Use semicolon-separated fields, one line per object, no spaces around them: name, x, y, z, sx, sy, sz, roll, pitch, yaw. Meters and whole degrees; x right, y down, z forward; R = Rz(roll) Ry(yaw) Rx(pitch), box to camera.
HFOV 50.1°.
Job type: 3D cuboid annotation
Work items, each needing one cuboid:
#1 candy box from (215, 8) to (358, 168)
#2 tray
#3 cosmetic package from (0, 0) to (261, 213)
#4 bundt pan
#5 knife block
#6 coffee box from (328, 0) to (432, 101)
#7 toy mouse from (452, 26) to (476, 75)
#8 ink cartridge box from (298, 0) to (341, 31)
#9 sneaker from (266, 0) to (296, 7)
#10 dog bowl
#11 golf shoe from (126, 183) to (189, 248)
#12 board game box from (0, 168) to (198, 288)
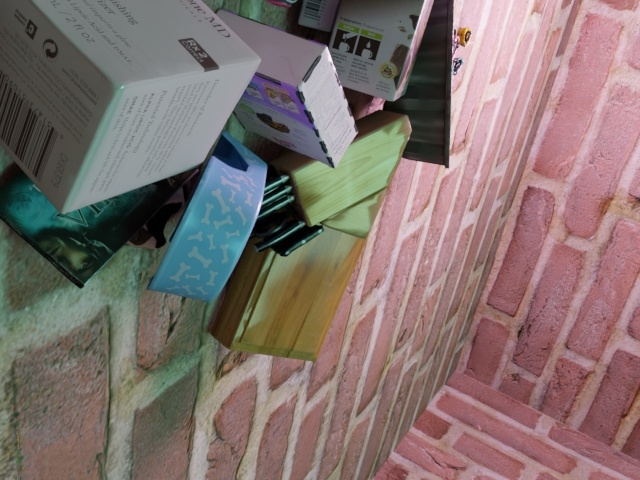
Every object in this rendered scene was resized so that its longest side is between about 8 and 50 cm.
candy box;-0.053;-0.195;0.903;0.070;0.165;0.196;-59;156;-12
tray;-0.020;0.003;1.187;0.203;0.076;0.410;17;97;-42
cosmetic package;-0.188;-0.146;0.626;0.184;0.151;0.151;-33;166;-52
bundt pan;0.180;-0.296;1.255;0.331;0.124;0.330;2;90;-79
knife block;-0.017;-0.103;1.042;0.242;0.088;0.275;19;97;-31
coffee box;0.107;-0.368;1.004;0.168;0.119;0.297;-52;159;-70
toy mouse;0.309;-0.437;1.604;0.143;0.031;0.161;-66;157;1
ink cartridge box;0.039;-0.418;1.053;0.232;0.066;0.188;-63;169;-70
sneaker;-0.017;-0.432;0.819;0.121;0.112;0.299;-24;134;-57
dog bowl;-0.128;-0.031;0.830;0.165;0.074;0.297;-60;-167;18
golf shoe;-0.187;-0.082;0.821;0.077;0.094;0.198;8;104;-65
board game box;-0.234;-0.058;0.726;0.186;0.126;0.026;-52;-164;-29
